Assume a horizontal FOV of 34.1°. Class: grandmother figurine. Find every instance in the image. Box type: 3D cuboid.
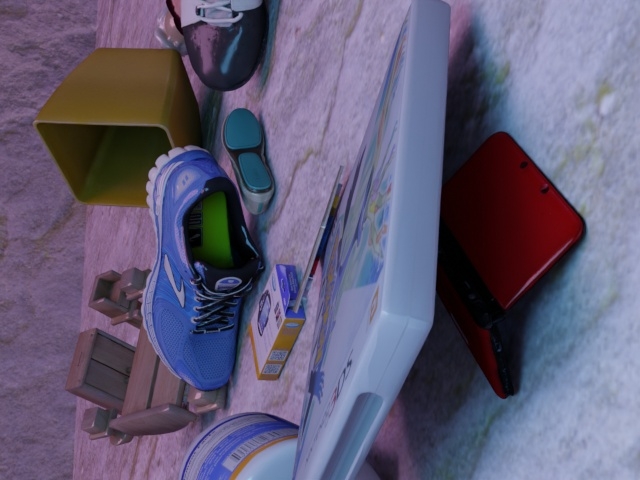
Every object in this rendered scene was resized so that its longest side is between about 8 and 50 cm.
[{"bbox_3d":[-0.188,-0.357,1.584,0.342,0.104,0.208,161,94,-73],"label":"grandmother figurine"}]

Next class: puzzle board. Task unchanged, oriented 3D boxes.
[{"bbox_3d":[0.000,0.000,1.055,0.096,0.011,0.128,-72,0,-46],"label":"puzzle board"}]

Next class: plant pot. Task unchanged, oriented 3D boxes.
[{"bbox_3d":[-0.295,-0.189,1.648,0.212,0.212,0.187,75,-159,-56],"label":"plant pot"}]

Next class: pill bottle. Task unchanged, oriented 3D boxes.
[{"bbox_3d":[-0.052,0.245,0.991,0.272,0.152,0.152,172,102,-71],"label":"pill bottle"}]

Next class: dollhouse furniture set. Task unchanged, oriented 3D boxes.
[{"bbox_3d":[-0.214,0.173,1.641,0.355,0.174,0.303,-19,50,38],"label":"dollhouse furniture set"}]

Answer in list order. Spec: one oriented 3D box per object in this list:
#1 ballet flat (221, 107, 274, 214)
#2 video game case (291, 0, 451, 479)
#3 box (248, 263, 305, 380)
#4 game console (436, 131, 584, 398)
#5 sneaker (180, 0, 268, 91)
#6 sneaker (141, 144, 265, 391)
[{"bbox_3d":[-0.097,-0.101,1.345,0.052,0.057,0.168,100,163,-45],"label":"ballet flat"},{"bbox_3d":[0.035,0.025,0.803,0.300,0.036,0.329,109,174,-46],"label":"video game case"},{"bbox_3d":[-0.050,0.091,1.208,0.136,0.028,0.081,117,151,-42],"label":"box"},{"bbox_3d":[0.128,0.016,0.739,0.144,0.085,0.124,-114,3,-54],"label":"game console"},{"bbox_3d":[-0.134,-0.359,1.328,0.146,0.122,0.331,-18,-70,-78],"label":"sneaker"},{"bbox_3d":[-0.152,0.053,1.339,0.147,0.129,0.330,33,131,54],"label":"sneaker"}]
